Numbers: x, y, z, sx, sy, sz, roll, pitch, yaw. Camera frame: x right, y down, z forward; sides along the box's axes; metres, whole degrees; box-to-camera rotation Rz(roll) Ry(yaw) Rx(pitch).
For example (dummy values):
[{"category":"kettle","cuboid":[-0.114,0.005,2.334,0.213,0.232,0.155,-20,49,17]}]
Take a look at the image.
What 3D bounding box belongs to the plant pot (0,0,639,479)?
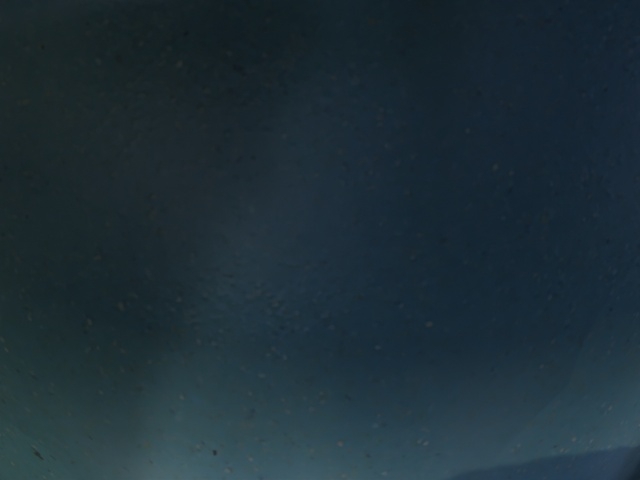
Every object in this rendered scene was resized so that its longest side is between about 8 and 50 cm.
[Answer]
[{"category":"plant pot","cuboid":[0.000,0.000,0.457,0.293,0.293,0.196,-131,-147,-83]}]
